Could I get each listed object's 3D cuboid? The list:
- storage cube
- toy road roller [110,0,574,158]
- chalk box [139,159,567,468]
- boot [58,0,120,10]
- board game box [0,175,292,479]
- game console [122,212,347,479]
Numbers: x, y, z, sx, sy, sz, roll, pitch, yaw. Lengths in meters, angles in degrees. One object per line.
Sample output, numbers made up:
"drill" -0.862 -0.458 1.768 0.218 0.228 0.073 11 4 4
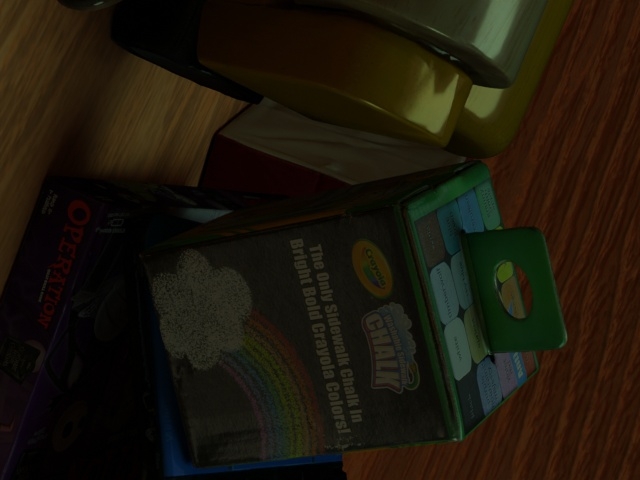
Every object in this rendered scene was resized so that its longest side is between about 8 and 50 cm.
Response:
"storage cube" 0.000 0.000 1.404 0.215 0.184 0.193 -49 159 -63
"toy road roller" 0.062 -0.145 0.921 0.329 0.241 0.202 19 -95 61
"chalk box" 0.034 0.037 0.932 0.132 0.213 0.132 -27 105 -62
"boot" -0.078 -0.217 0.789 0.219 0.082 0.106 -61 149 -20
"board game box" -0.110 0.066 1.117 0.208 0.056 0.347 -65 160 10
"game console" -0.110 0.129 1.086 0.293 0.173 0.250 16 66 -70
